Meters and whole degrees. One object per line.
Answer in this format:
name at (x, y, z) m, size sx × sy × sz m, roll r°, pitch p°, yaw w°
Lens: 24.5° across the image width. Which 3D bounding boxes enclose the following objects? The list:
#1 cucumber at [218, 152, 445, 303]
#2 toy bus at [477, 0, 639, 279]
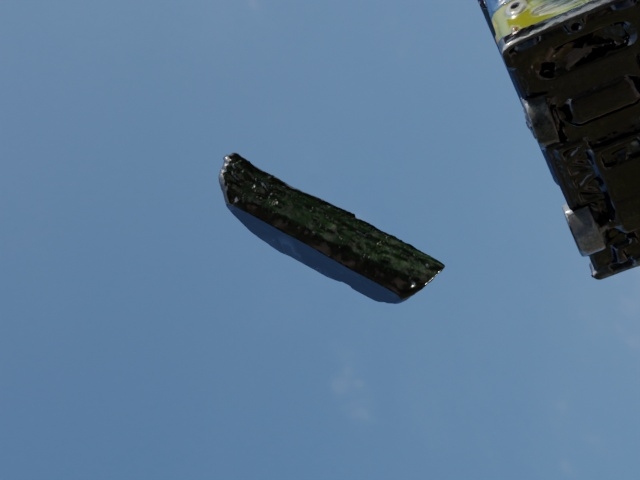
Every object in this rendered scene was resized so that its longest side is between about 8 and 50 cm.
cucumber at (0.000, 0.000, 1.304) m, size 0.220 × 0.070 × 0.046 m, roll 29°, pitch -118°, yaw 11°
toy bus at (0.248, -0.125, 1.303) m, size 0.175 × 0.138 × 0.287 m, roll -98°, pitch -17°, yaw -50°
